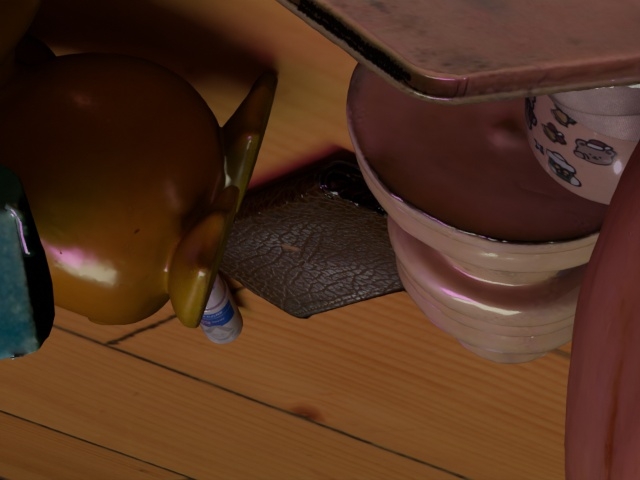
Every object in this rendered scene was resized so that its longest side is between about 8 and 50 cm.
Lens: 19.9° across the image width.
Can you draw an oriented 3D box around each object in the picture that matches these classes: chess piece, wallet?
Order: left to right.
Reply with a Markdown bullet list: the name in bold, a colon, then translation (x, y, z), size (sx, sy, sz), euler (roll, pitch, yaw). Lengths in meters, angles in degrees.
- **wallet**: translation (0.000, 0.000, 1.203), size (0.133, 0.039, 0.243), euler (28, 160, -21)
- **chess piece**: translation (0.092, -0.001, 0.993), size (0.138, 0.124, 0.307), euler (-12, 159, -1)

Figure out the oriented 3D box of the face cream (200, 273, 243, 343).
- **face cream**: translation (-0.084, 0.045, 1.407), size (0.034, 0.034, 0.130), euler (12, 161, 10)

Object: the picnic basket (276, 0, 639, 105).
- **picnic basket**: translation (0.033, -0.157, 0.540), size (0.165, 0.139, 0.266), euler (-3, 154, 45)

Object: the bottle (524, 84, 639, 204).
- **bottle**: translation (0.132, -0.081, 0.765), size (0.099, 0.099, 0.152), euler (13, 158, 9)

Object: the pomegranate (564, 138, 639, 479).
- **pomegranate**: translation (0.272, 0.053, 0.592), size (0.411, 0.411, 0.411), euler (14, 162, 5)

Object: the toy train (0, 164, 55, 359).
- **toy train**: translation (-0.233, -0.073, 0.801), size (0.194, 0.298, 0.120), euler (-11, -163, -10)

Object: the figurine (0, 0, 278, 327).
- **figurine**: translation (-0.154, -0.042, 0.976), size (0.228, 0.215, 0.215), euler (36, 156, -17)
